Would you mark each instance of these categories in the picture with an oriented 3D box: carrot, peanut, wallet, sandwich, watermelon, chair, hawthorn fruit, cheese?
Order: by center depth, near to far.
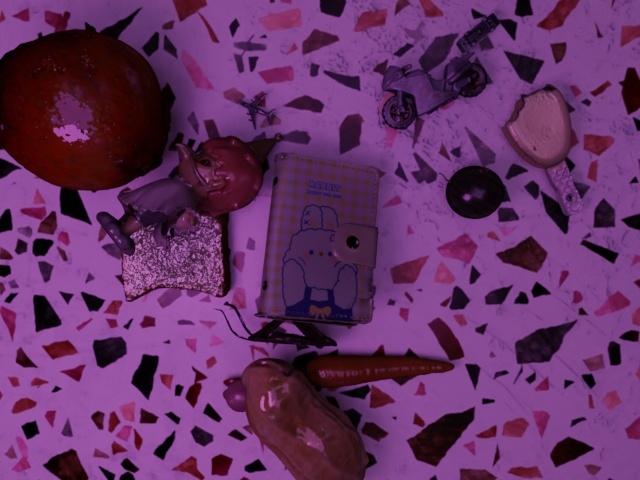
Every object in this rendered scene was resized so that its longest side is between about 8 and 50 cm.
[{"bbox_3d":[-0.435,-0.231,0.992,0.315,0.316,0.316,0,96,3],"label":"hawthorn fruit"},{"bbox_3d":[0.000,0.000,1.024,0.223,0.077,0.310,9,74,-19],"label":"wallet"},{"bbox_3d":[0.287,-0.098,1.052,0.133,0.105,0.105,24,97,-1],"label":"watermelon"},{"bbox_3d":[0.446,-0.167,1.064,0.127,0.050,0.256,-23,94,5],"label":"cheese"},{"bbox_3d":[-0.079,0.164,1.071,0.149,0.174,0.213,-41,95,-23],"label":"chair"},{"bbox_3d":[-0.037,0.375,1.081,0.340,0.174,0.158,43,75,-5],"label":"peanut"},{"bbox_3d":[-0.295,0.031,1.118,0.214,0.065,0.186,0,96,2],"label":"sandwich"},{"bbox_3d":[0.109,0.263,1.125,0.335,0.069,0.069,-5,96,0],"label":"carrot"}]

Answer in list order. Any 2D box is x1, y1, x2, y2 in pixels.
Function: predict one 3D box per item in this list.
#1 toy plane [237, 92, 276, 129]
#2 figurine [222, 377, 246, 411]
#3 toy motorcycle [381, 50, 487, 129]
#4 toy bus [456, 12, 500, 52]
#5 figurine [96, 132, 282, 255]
[{"bbox_3d":[-0.130,-0.264,1.098,0.084,0.024,0.078,22,115,0],"label":"toy plane"},{"bbox_3d":[-0.168,0.323,1.142,0.083,0.067,0.071,-13,75,20],"label":"figurine"},{"bbox_3d":[0.209,-0.303,1.052,0.215,0.080,0.123,-25,97,0],"label":"toy motorcycle"},{"bbox_3d":[0.305,-0.401,1.054,0.083,0.037,0.031,-38,92,5],"label":"toy bus"},{"bbox_3d":[-0.218,-0.110,1.010,0.387,0.207,0.166,-35,112,-18],"label":"figurine"}]
